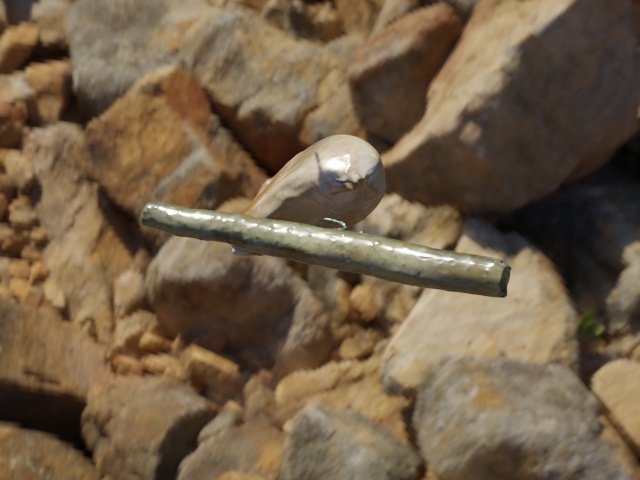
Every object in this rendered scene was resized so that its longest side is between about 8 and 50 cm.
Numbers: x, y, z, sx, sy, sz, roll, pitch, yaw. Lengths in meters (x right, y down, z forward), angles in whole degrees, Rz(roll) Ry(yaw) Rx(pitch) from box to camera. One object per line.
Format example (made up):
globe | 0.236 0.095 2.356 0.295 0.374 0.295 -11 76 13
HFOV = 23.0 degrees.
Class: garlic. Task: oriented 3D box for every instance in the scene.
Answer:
garlic | 0.002 -0.045 1.492 0.128 0.198 0.090 -30 95 -40

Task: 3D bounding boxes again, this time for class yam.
yam | -0.001 0.001 0.928 0.234 0.027 0.029 11 95 20
